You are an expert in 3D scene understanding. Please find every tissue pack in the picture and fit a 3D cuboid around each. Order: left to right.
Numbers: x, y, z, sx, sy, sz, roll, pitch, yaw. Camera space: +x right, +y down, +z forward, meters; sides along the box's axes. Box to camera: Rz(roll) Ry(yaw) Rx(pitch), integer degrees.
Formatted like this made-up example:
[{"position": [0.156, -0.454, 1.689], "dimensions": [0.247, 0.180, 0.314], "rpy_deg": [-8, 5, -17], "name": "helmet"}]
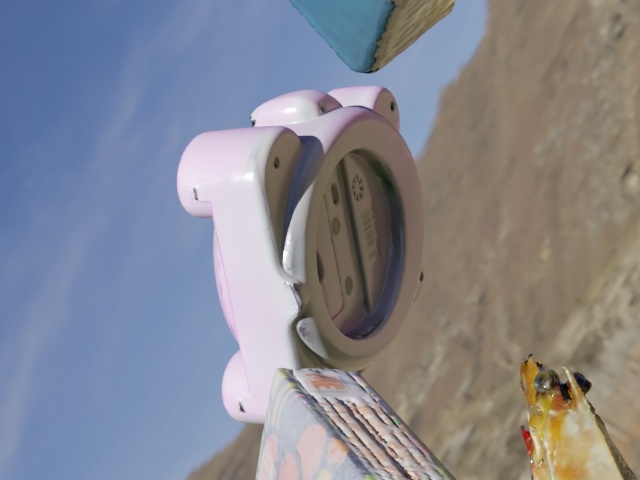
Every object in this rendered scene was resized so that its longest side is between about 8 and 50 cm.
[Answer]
[{"position": [0.015, 0.136, 0.776], "dimensions": [0.148, 0.060, 0.108], "rpy_deg": [-136, 53, -62], "name": "tissue pack"}]

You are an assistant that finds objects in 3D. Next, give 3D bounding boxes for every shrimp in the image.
[{"position": [0.195, 0.209, 1.249], "dimensions": [0.154, 0.062, 0.294], "rpy_deg": [123, 148, -43], "name": "shrimp"}]

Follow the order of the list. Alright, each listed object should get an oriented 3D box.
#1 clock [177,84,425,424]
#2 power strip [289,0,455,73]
[{"position": [0.000, 0.000, 1.245], "dimensions": [0.248, 0.090, 0.227], "rpy_deg": [-39, -57, -56], "name": "clock"}, {"position": [-0.017, -0.094, 0.340], "dimensions": [0.032, 0.123, 0.056], "rpy_deg": [-40, -8, -16], "name": "power strip"}]
